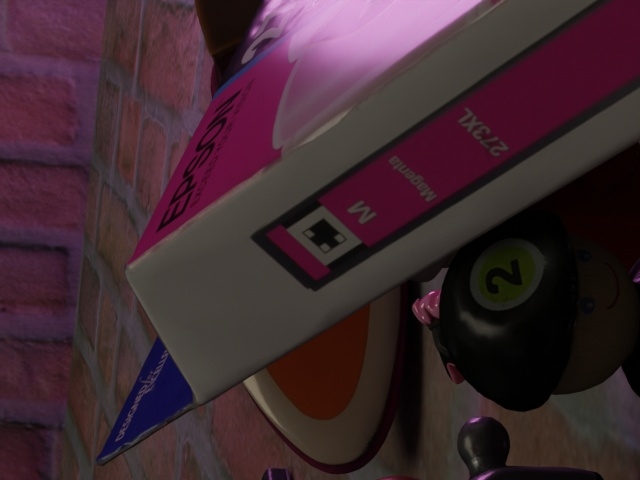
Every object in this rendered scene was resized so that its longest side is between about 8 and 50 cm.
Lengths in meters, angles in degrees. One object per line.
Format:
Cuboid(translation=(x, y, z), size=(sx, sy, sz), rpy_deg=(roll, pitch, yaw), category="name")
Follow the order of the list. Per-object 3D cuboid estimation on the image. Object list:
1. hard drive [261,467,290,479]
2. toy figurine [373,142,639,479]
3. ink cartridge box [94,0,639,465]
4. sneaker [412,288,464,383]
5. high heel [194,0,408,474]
Cuboid(translation=(-0.033, 0.246, 1.275), size=(0.135, 0.022, 0.094), rpy_deg=(-104, 23, -52), category="hard drive")
Cuboid(translation=(0.084, 0.070, 0.601), size=(0.213, 0.148, 0.209), rpy_deg=(-125, 42, -68), category="toy figurine")
Cuboid(translation=(0.047, -0.070, 0.549), size=(0.371, 0.069, 0.176), rpy_deg=(-36, 22, 39), category="ink cartridge box")
Cuboid(translation=(0.082, 0.043, 0.855), size=(0.119, 0.047, 0.057), rpy_deg=(131, 127, -73), category="sneaker")
Cuboid(translation=(0.000, 0.000, 1.147), size=(0.181, 0.127, 0.377), rpy_deg=(62, -164, -58), category="high heel")
